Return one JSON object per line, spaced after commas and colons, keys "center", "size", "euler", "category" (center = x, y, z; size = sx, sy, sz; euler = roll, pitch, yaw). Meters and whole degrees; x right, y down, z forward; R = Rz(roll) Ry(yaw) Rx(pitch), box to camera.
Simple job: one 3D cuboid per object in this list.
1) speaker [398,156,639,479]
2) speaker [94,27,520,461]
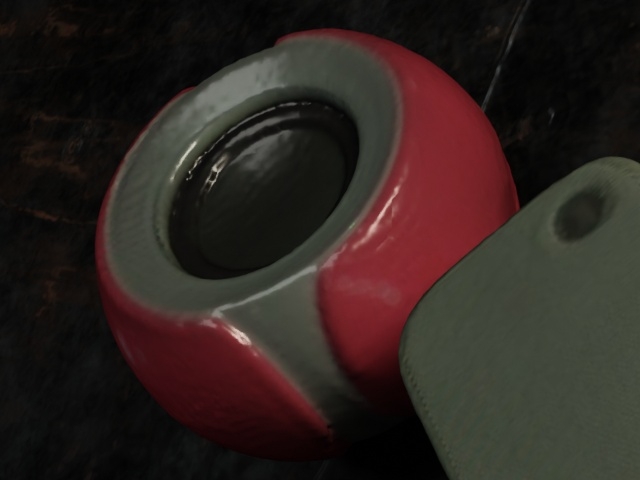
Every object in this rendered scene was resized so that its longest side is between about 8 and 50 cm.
{"center": [0.204, 0.151, 0.881], "size": [0.183, 0.184, 0.406], "euler": [-40, 37, 12], "category": "speaker"}
{"center": [0.000, 0.000, 1.195], "size": [0.294, 0.294, 0.294], "euler": [-31, 42, 32], "category": "speaker"}
